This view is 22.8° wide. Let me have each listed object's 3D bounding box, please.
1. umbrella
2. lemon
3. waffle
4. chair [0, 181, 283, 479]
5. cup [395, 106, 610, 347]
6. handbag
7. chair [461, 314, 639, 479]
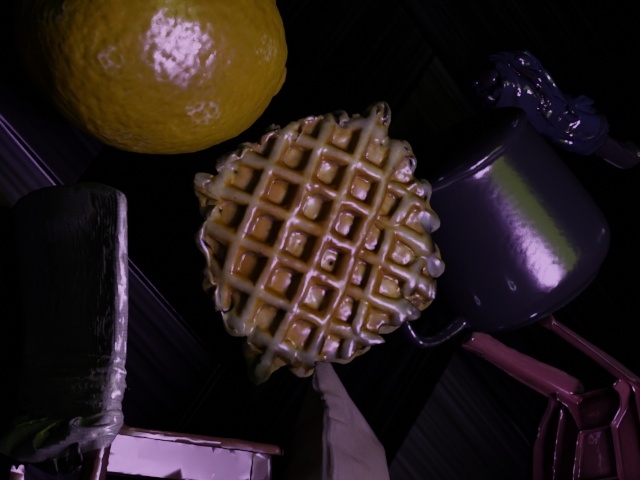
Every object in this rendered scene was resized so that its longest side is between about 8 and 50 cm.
[{"bbox_3d":[0.248,-0.118,1.593,0.248,0.071,0.071,28,68,-39],"label":"umbrella"},{"bbox_3d":[-0.122,-0.151,1.183,0.248,0.184,0.184,27,68,-41],"label":"lemon"},{"bbox_3d":[0.000,0.000,1.320,0.214,0.054,0.208,-20,91,-14],"label":"waffle"},{"bbox_3d":[-0.141,0.133,1.158,0.186,0.160,0.319,13,78,-35],"label":"chair"},{"bbox_3d":[0.139,-0.006,1.424,0.223,0.169,0.177,-37,106,-22],"label":"cup"},{"bbox_3d":[0.016,0.290,1.210,0.253,0.109,0.316,-78,165,-56],"label":"handbag"},{"bbox_3d":[0.280,0.204,1.518,0.326,0.175,0.183,22,64,-33],"label":"chair"}]
